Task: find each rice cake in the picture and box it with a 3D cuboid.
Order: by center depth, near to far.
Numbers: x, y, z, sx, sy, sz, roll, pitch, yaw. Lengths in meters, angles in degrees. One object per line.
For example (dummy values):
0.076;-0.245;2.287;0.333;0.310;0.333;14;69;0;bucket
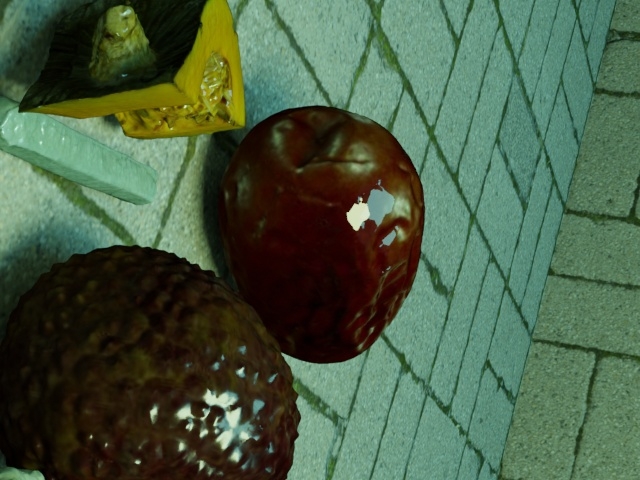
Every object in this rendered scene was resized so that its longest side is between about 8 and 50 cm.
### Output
-0.211;-0.072;1.034;0.245;0.045;0.042;29;72;-65;rice cake

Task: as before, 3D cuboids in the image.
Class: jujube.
0.000;0.000;1.336;0.318;0.223;0.223;89;23;-49;jujube

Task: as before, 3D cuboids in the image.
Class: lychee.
-0.144;0.131;1.017;0.260;0.261;0.260;9;90;-67;lychee

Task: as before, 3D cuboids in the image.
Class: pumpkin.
-0.150;-0.155;1.007;0.248;0.131;0.126;0;89;-82;pumpkin

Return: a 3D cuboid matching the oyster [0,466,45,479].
-0.300;0.241;0.803;0.112;0.198;0.268;59;14;2;oyster
